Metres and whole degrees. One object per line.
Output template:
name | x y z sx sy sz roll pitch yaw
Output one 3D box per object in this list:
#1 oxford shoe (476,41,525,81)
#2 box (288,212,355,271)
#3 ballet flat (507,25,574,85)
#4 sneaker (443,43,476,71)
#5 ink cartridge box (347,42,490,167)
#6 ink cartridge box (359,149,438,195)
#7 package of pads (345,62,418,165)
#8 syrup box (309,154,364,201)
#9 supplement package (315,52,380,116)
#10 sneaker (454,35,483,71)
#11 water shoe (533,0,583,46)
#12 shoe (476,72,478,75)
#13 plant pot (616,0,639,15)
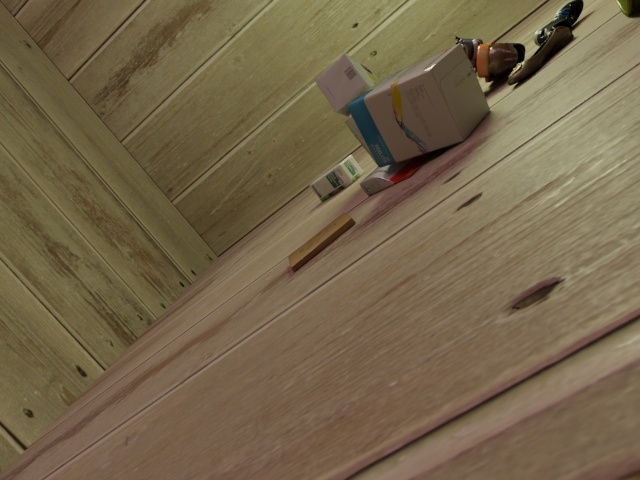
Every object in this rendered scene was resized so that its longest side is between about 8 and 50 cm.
oxford shoe | 0.605 -0.587 1.709 0.133 0.129 0.364 3 21 25
box | 0.000 0.000 1.380 0.201 0.021 0.164 -38 9 1
ballet flat | 0.595 -0.510 1.423 0.250 0.058 0.084 -40 8 -11
sneaker | 0.437 -0.512 1.624 0.091 0.094 0.258 -25 59 36
ink cartridge box | 0.259 -0.349 1.367 0.270 0.197 0.198 -12 26 46
ink cartridge box | 0.229 -0.218 1.461 0.181 0.056 0.225 -43 8 -23
package of pads | 0.253 -0.389 1.648 0.296 0.229 0.101 -37 9 18
syrup box | 0.067 -0.262 2.210 0.096 0.093 0.237 -45 11 -36
supplement package | 0.117 -0.503 1.738 0.134 0.139 0.244 -38 -12 24
sneaker | 0.474 -0.569 1.751 0.083 0.098 0.223 -45 -32 -52
water shoe | 0.758 -0.671 1.611 0.203 0.073 0.080 -43 30 -3
shoe | 0.638 -0.725 2.358 0.178 0.063 0.081 -37 6 -23
plant pot | 0.750 -0.718 1.049 0.353 0.366 0.366 -20 17 29
